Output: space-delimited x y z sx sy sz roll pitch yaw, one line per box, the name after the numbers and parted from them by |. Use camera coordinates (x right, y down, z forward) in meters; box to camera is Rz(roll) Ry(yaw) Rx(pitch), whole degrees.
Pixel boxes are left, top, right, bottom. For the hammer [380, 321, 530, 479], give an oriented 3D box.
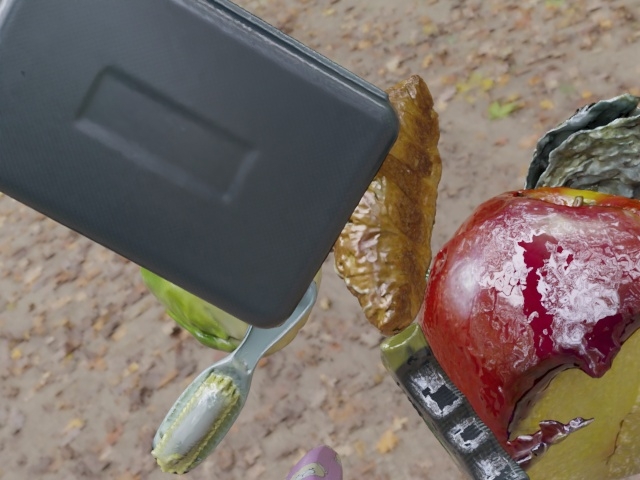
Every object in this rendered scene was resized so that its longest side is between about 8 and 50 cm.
0.127 0.172 0.815 0.041 0.158 0.226 -32 69 -15 | hammer

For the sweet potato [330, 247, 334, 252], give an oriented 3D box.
0.000 0.000 1.139 0.095 0.034 0.034 7 46 39 | sweet potato

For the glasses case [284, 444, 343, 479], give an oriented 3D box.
-0.023 0.377 1.430 0.123 0.076 0.316 -54 -1 5 | glasses case

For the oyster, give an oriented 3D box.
0.356 -0.070 1.291 0.199 0.267 0.112 -18 52 -4 | oyster

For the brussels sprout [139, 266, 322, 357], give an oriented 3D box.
-0.127 0.023 1.456 0.260 0.227 0.294 -9 50 -43 | brussels sprout

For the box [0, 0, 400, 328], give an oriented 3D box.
-0.085 -0.064 0.574 0.160 0.230 0.050 -59 10 10 | box

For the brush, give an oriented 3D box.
-0.102 0.154 1.085 0.296 0.068 0.060 -54 -2 17 | brush

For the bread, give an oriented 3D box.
0.047 -0.031 0.820 0.076 0.105 0.232 -14 59 38 | bread

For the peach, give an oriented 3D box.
0.290 0.143 1.180 0.339 0.416 0.353 -7 12 -17 | peach

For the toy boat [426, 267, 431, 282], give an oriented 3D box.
0.265 0.072 1.511 0.230 0.088 0.089 -8 -5 -8 | toy boat
